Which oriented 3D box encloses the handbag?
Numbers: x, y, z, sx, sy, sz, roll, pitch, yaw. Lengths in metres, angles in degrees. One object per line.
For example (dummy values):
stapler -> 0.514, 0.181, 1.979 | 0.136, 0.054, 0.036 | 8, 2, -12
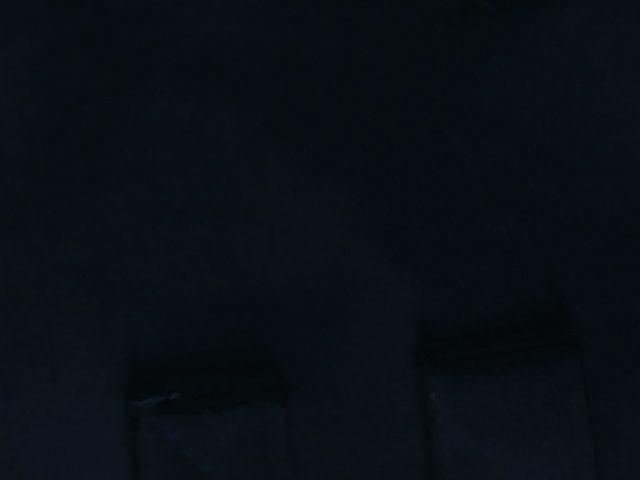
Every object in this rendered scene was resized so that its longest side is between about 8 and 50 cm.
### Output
handbag -> 0.036, 0.018, 0.501 | 0.325, 0.269, 0.118 | -6, 176, -16
